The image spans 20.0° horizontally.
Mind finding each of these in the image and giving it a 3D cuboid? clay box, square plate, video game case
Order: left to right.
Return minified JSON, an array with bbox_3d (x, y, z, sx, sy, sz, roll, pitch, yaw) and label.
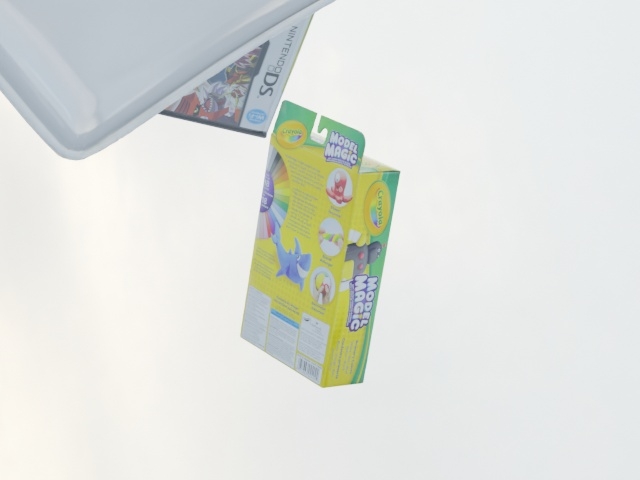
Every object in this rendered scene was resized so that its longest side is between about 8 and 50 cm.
[{"bbox_3d":[-0.133,-0.234,1.260,0.347,0.344,0.049,45,-25,25],"label":"square plate"},{"bbox_3d":[-0.160,-0.244,2.137,0.248,0.275,0.035,114,-17,-44],"label":"video game case"},{"bbox_3d":[0.000,0.000,1.555,0.127,0.053,0.222,28,-67,47],"label":"clay box"}]
